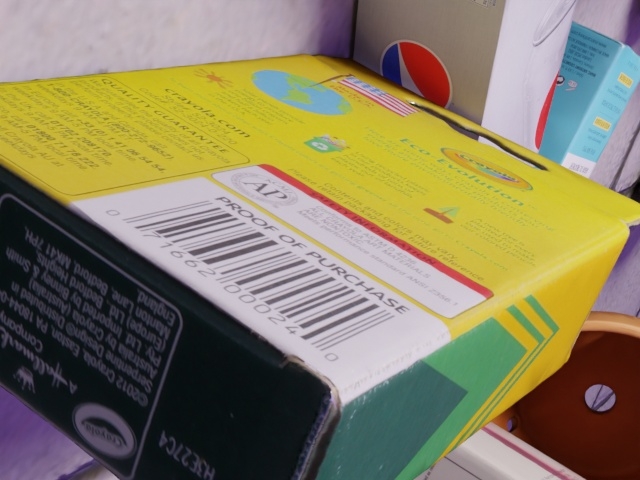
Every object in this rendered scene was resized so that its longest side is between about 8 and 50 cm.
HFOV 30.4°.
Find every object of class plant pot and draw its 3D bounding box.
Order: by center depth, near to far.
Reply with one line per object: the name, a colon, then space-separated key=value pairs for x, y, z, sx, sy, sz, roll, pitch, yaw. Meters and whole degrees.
plant pot: x=0.299 y=0.202 z=1.268 sx=0.291 sy=0.291 sz=0.203 roll=-67 pitch=171 yaw=16

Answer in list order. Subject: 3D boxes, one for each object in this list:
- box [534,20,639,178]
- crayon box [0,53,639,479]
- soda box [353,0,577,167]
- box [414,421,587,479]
box: x=0.177 y=-0.054 z=0.964 sx=0.100 sy=0.060 sz=0.244 roll=3 pitch=115 yaw=-63
crayon box: x=0.000 y=0.000 z=0.505 sx=0.318 sy=0.202 sz=0.081 roll=-18 pitch=134 yaw=-55
soda box: x=0.079 y=-0.078 z=0.705 sx=0.098 sy=0.091 sz=0.286 roll=-41 pitch=151 yaw=-36
box: x=0.097 y=0.214 z=0.903 sx=0.148 sy=0.232 sz=0.127 roll=-63 pitch=156 yaw=9
